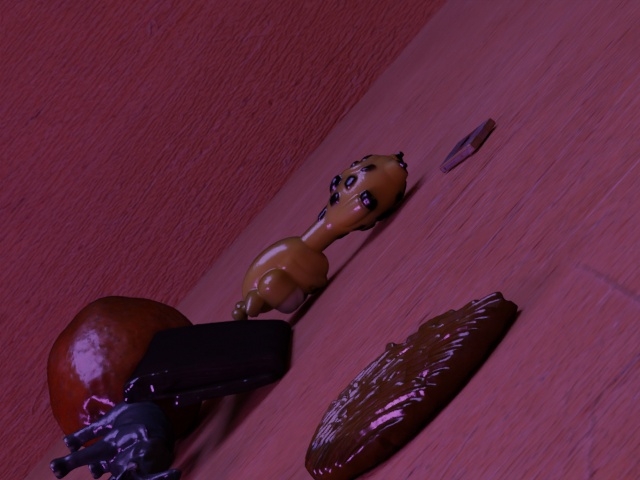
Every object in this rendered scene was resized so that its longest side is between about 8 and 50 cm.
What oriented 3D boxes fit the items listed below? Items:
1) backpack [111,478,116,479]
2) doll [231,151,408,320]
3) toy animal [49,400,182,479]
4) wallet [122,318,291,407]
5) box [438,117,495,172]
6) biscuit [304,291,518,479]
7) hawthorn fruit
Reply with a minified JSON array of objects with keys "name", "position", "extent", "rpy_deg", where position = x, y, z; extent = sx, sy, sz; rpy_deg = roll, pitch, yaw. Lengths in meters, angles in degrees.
[{"name":"backpack","position":[-0.236,0.309,1.648],"extent":[0.165,0.106,0.120],"rpy_deg":[-46,24,24]},{"name":"doll","position":[0.001,0.000,2.047],"extent":[0.291,0.086,0.117],"rpy_deg":[-45,2,10]},{"name":"toy animal","position":[-0.224,0.249,1.863],"extent":[0.137,0.082,0.269],"rpy_deg":[-28,13,-3]},{"name":"wallet","position":[-0.124,0.135,1.919],"extent":[0.182,0.049,0.229],"rpy_deg":[-9,11,4]},{"name":"box","position":[0.166,-0.107,1.882],"extent":[0.046,0.012,0.083],"rpy_deg":[-51,6,-26]},{"name":"biscuit","position":[0.061,0.104,1.224],"extent":[0.228,0.031,0.176],"rpy_deg":[-47,8,23]},{"name":"hawthorn fruit","position":[-0.237,0.185,2.090],"extent":[0.210,0.210,0.262],"rpy_deg":[-48,23,6]}]
